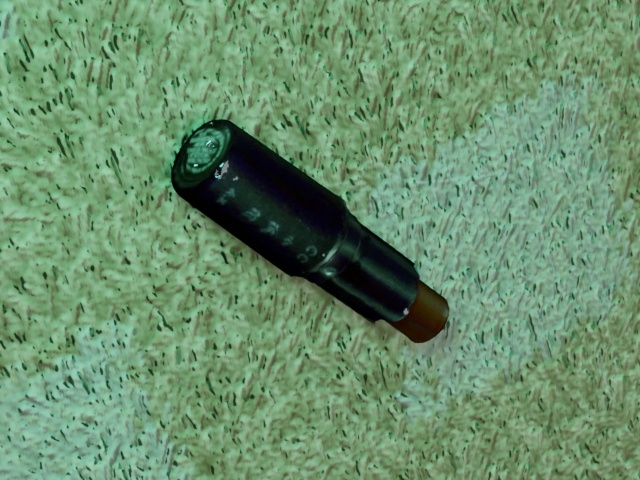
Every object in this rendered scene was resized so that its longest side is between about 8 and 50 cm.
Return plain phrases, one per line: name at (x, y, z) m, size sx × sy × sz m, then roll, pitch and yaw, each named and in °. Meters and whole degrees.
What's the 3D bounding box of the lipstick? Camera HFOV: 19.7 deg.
lipstick at (0.000, 0.000, 1.538) m, size 0.299 × 0.081 × 0.081 m, roll 35°, pitch 87°, yaw -36°
